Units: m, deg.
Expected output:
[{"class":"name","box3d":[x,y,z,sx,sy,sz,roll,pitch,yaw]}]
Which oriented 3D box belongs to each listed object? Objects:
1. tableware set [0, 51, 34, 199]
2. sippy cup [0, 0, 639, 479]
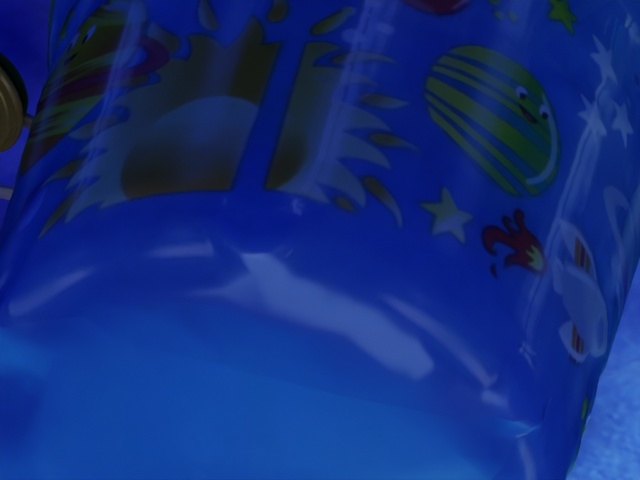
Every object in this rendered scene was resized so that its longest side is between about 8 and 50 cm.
[{"class":"tableware set","box3d":[-0.146,-0.032,0.669,0.104,0.024,0.154,12,130,23]},{"class":"sippy cup","box3d":[0.000,0.000,0.553,0.240,0.224,0.305,-24,118,27]}]
